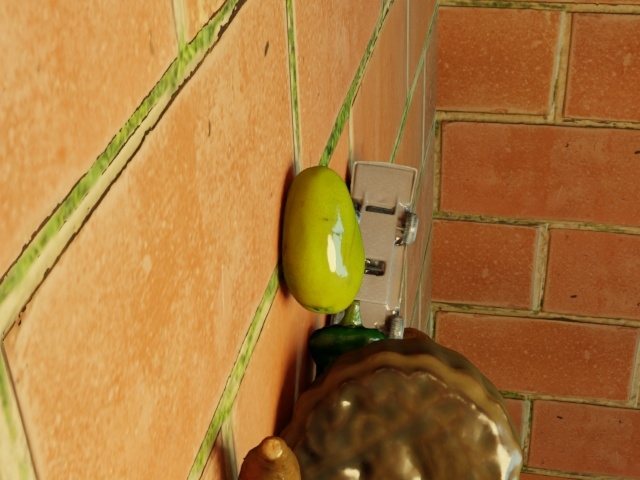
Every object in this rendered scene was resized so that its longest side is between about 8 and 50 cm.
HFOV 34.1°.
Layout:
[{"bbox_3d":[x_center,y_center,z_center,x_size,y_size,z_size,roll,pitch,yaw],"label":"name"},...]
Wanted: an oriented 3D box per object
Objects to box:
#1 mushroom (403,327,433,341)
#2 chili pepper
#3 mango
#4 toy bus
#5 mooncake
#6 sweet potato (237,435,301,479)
[{"bbox_3d":[0.132,0.250,1.901,0.217,0.148,0.227,40,48,-58],"label":"mushroom"},{"bbox_3d":[0.037,0.211,1.339,0.099,0.136,0.270,-1,90,-35],"label":"chili pepper"},{"bbox_3d":[-0.002,0.003,1.156,0.117,0.089,0.163,-53,135,-57],"label":"mango"},{"bbox_3d":[0.073,0.057,1.522,0.136,0.109,0.330,97,1,-74],"label":"toy bus"},{"bbox_3d":[0.089,0.260,1.195,0.161,0.290,0.290,13,82,-83],"label":"mooncake"},{"bbox_3d":[-0.057,0.277,1.018,0.066,0.072,0.314,-68,168,-48],"label":"sweet potato"}]
